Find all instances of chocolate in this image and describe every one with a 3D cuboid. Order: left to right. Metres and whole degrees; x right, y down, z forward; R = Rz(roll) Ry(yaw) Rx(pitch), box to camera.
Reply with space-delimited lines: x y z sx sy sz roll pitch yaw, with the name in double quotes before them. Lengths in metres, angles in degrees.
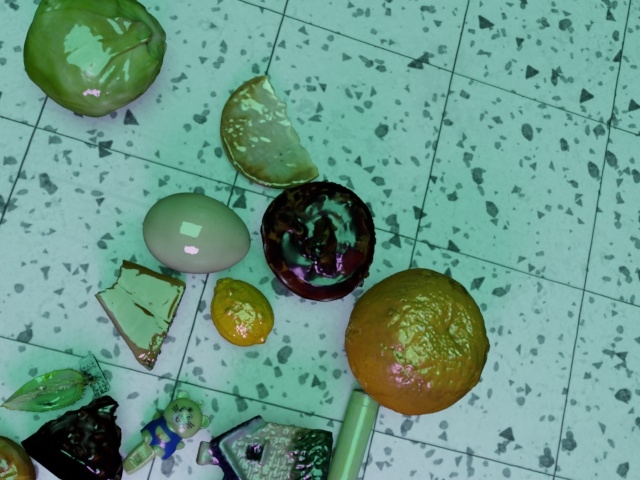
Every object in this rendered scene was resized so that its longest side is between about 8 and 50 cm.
"chocolate" -0.493 0.431 1.433 0.206 0.224 0.177 51 48 -23

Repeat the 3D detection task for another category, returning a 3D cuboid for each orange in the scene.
"orange" 0.218 0.239 1.540 0.340 0.293 0.341 9 69 -25

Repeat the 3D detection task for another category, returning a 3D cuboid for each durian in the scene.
"durian" -0.591 0.336 1.456 0.215 0.100 0.086 -16 87 -7

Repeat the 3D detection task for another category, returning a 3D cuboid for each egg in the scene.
"egg" -0.288 -0.014 1.534 0.253 0.188 0.189 15 77 -13

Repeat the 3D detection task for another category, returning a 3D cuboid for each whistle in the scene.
"whistle" -0.357 0.443 1.492 0.227 0.085 0.105 -40 80 -15

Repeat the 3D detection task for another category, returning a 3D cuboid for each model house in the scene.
"model house" -0.145 0.546 1.441 0.284 0.243 0.299 14 68 -6

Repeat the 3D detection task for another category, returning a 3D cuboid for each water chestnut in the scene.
"water chestnut" 0.000 0.000 1.548 0.299 0.300 0.300 2 80 -11

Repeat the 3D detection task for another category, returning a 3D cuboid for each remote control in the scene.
"remote control" -0.526 0.313 1.519 0.039 0.014 0.096 -27 87 -15

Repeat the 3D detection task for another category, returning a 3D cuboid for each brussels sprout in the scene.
"brussels sprout" -0.537 -0.450 1.541 0.327 0.247 0.328 2 86 -26

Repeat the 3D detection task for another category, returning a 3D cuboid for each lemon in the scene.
"lemon" -0.190 0.170 1.546 0.142 0.142 0.187 -35 86 -15

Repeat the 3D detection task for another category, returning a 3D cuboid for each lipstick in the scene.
"lipstick" 0.070 0.511 1.572 0.076 0.076 0.305 20 78 -7

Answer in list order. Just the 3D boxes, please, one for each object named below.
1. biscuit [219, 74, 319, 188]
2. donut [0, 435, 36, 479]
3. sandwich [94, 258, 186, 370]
"biscuit" -0.151 -0.259 1.681 0.204 0.040 0.309 -27 86 -15
"donut" -0.724 0.525 1.390 0.226 0.114 0.227 2 79 -11
"sandwich" -0.433 0.171 1.515 0.186 0.108 0.220 21 79 -7
